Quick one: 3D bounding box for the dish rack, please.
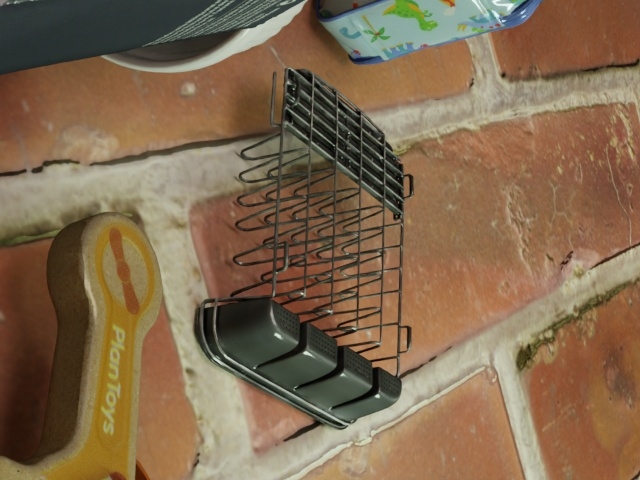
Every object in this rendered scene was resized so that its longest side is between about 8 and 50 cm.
[{"bbox_3d":[0.000,0.000,1.078,0.208,0.074,0.272,37,48,-46],"label":"dish rack"}]

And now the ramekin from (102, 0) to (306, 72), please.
[{"bbox_3d":[-0.091,-0.223,0.908,0.109,0.207,0.207,-21,96,-66],"label":"ramekin"}]

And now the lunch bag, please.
[{"bbox_3d":[0.110,-0.265,1.202,0.090,0.219,0.176,44,44,-40],"label":"lunch bag"}]

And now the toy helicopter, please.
[{"bbox_3d":[-0.127,0.152,0.772,0.235,0.140,0.355,35,48,-48],"label":"toy helicopter"}]

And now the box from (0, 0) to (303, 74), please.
[{"bbox_3d":[-0.166,-0.273,0.681,0.312,0.179,0.343,-17,92,-34],"label":"box"}]
